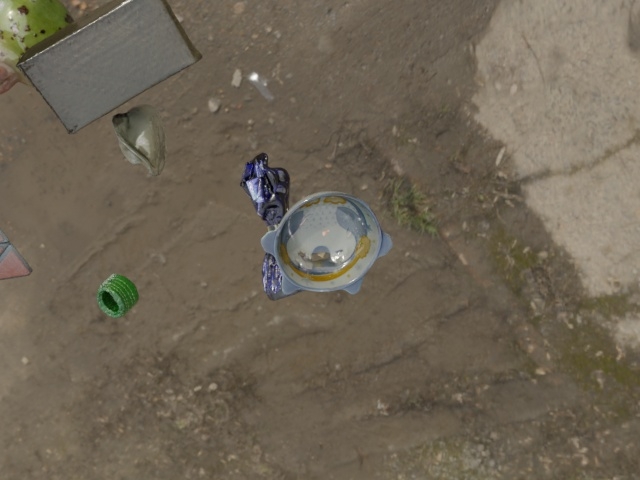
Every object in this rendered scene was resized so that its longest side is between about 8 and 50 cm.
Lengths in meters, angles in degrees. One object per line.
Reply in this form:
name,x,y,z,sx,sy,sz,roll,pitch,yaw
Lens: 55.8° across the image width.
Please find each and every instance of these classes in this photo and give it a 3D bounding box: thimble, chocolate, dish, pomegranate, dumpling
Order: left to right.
pomegranate,-0.588,-0.368,1.171,0.214,0.248,0.214,27,166,7
thimble,-0.639,0.174,1.901,0.118,0.090,0.130,3,124,29
dumpling,-0.360,-0.199,1.229,0.092,0.176,0.150,-13,90,-10
chocolate,-0.102,-0.039,1.440,0.148,0.126,0.343,-12,94,-17
dish,0.000,0.000,1.150,0.236,0.086,0.228,25,107,-24

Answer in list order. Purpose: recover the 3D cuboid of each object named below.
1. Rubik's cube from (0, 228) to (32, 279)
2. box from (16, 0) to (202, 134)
Rubik's cube,-0.727,-0.018,1.153,0.228,0.233,0.228,-5,95,3
box,-0.369,-0.329,1.067,0.273,0.184,0.143,-32,121,-5
